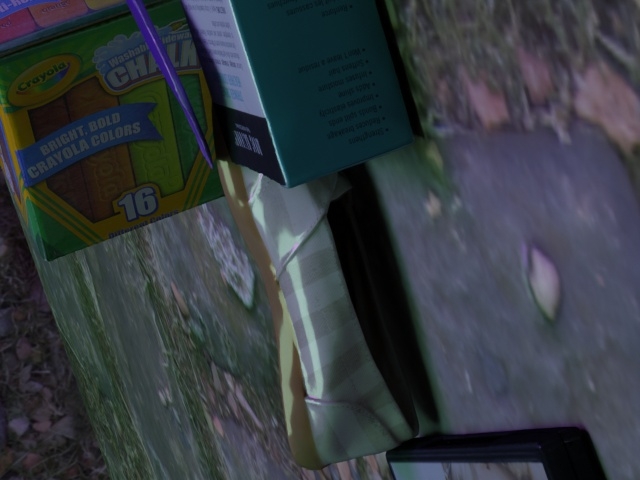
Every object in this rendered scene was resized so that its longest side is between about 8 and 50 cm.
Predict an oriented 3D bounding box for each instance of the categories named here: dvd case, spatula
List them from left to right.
[{"bbox_3d":[-0.082,-0.163,0.869,0.084,0.030,0.296,70,-170,-58],"label":"spatula"},{"bbox_3d":[0.095,0.170,0.787,0.253,0.022,0.180,147,102,-77],"label":"dvd case"}]

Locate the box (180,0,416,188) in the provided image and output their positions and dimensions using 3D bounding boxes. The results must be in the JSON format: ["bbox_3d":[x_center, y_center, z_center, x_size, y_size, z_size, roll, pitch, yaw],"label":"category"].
[{"bbox_3d":[-0.034,-0.149,0.747,0.100,0.060,0.244,-152,43,-72],"label":"box"}]

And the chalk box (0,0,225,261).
[{"bbox_3d":[-0.138,-0.120,1.056,0.213,0.132,0.132,83,162,-48],"label":"chalk box"}]

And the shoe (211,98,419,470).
[{"bbox_3d":[0.000,0.000,0.863,0.076,0.058,0.219,-33,-67,-67],"label":"shoe"}]
